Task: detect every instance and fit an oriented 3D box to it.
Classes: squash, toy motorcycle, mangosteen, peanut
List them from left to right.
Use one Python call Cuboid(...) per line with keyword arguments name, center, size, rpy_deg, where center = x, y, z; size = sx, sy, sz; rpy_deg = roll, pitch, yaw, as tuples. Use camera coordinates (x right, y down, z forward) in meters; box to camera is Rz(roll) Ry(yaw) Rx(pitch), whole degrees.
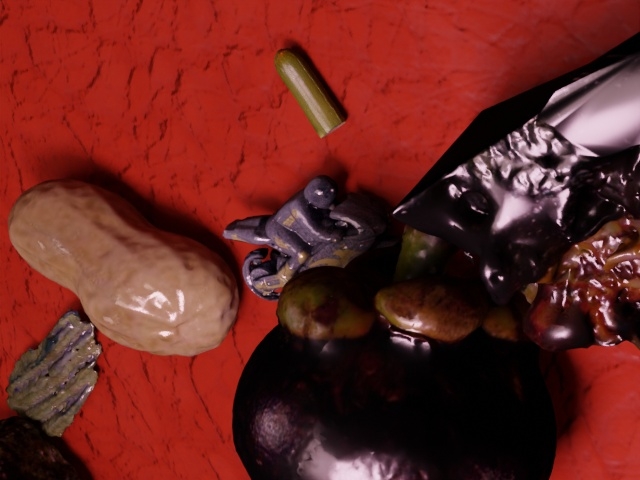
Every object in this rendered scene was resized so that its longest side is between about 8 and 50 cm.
Cuboid(name="peanut", center=(-0.193, 0.023, 1.866), size=(0.256, 0.123, 0.124), rpy_deg=(30, 128, 22))
Cuboid(name="squash", center=(-0.012, -0.129, 1.700), size=(0.027, 0.027, 0.083), rpy_deg=(-35, 87, 44))
Cuboid(name="toy motorcycle", center=(0.000, 0.000, 1.735), size=(0.193, 0.061, 0.124), rpy_deg=(-1, 118, 34))
Cuboid(name="mangosteen", center=(0.067, 0.128, 1.631), size=(0.287, 0.287, 0.233), rpy_deg=(44, 170, 13))

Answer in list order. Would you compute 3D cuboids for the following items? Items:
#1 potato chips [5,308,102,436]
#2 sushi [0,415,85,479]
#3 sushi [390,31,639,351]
Cuboid(name="potato chips", center=(-0.272, 0.143, 2.061), size=(0.092, 0.028, 0.207), rpy_deg=(51, 136, 5))
Cuboid(name="sushi", center=(-0.362, 0.334, 2.129), size=(0.196, 0.182, 0.343), rpy_deg=(44, 138, 2))
Cuboid(name="sushi", center=(0.218, -0.028, 1.464), size=(0.227, 0.215, 0.212), rpy_deg=(-33, 95, 24))
